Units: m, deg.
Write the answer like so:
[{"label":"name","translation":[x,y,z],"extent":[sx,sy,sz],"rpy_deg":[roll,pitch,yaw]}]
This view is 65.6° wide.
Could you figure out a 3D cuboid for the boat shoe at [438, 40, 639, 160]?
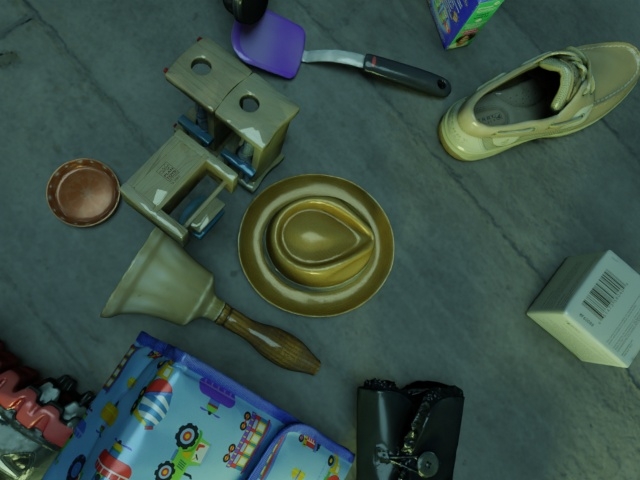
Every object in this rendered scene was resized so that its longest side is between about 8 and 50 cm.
[{"label":"boat shoe","translation":[0.302,-0.192,0.640],"extent":[0.302,0.098,0.109],"rpy_deg":[-22,85,-10]}]

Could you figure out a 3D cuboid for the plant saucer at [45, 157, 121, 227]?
[{"label":"plant saucer","translation":[-0.280,-0.056,0.591],"extent":[0.083,0.013,0.083],"rpy_deg":[1,82,-7]}]

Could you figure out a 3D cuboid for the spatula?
[{"label":"spatula","translation":[0.032,-0.234,0.647],"extent":[0.296,0.030,0.084],"rpy_deg":[13,77,-6]}]

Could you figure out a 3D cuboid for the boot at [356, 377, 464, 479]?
[{"label":"boot","translation":[0.146,0.269,0.554],"extent":[0.246,0.094,0.207],"rpy_deg":[13,77,-10]}]

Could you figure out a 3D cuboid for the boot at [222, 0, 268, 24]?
[{"label":"boot","translation":[-0.172,-0.372,0.606],"extent":[0.229,0.091,0.263],"rpy_deg":[5,59,-5]}]

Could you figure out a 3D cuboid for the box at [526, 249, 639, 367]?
[{"label":"box","translation":[0.337,0.084,0.609],"extent":[0.102,0.087,0.101],"rpy_deg":[41,79,-1]}]

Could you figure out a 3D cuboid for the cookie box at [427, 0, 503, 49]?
[{"label":"cookie box","translation":[0.182,-0.316,0.639],"extent":[0.040,0.107,0.092],"rpy_deg":[-18,85,-9]}]

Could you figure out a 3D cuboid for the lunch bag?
[{"label":"lunch bag","translation":[-0.107,0.265,0.498],"extent":[0.293,0.138,0.221],"rpy_deg":[41,67,-27]}]

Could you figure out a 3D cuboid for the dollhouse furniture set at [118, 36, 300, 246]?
[{"label":"dollhouse furniture set","translation":[-0.137,-0.093,0.541],"extent":[0.129,0.129,0.184],"rpy_deg":[38,70,0]}]

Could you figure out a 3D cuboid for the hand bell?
[{"label":"hand bell","translation":[-0.102,0.087,0.560],"extent":[0.242,0.126,0.126],"rpy_deg":[32,79,-14]}]

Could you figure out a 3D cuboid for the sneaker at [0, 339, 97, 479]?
[{"label":"sneaker","translation":[-0.369,0.154,0.505],"extent":[0.276,0.097,0.135],"rpy_deg":[38,77,-2]}]

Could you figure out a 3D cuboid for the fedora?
[{"label":"fedora","translation":[0.000,0.000,0.584],"extent":[0.194,0.079,0.194],"rpy_deg":[1,82,-8]}]
